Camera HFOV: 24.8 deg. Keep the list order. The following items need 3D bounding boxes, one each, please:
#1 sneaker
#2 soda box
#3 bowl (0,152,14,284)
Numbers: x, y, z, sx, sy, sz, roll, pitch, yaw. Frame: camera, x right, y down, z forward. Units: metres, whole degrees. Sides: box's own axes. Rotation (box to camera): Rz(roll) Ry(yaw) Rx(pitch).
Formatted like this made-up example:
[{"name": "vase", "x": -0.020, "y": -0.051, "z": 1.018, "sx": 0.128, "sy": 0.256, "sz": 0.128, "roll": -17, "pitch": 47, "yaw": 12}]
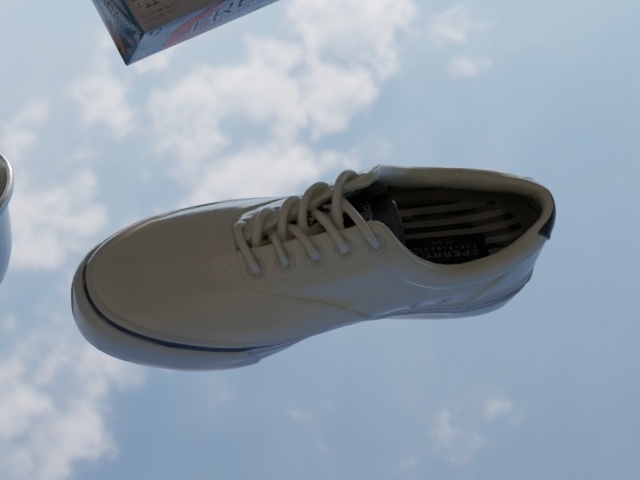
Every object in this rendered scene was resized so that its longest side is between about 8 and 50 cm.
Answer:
[{"name": "sneaker", "x": 0.000, "y": 0.000, "z": 0.752, "sx": 0.258, "sy": 0.091, "sz": 0.094, "roll": -10, "pitch": -119, "yaw": -20}, {"name": "soda box", "x": -0.048, "y": -0.173, "z": 0.876, "sx": 0.183, "sy": 0.058, "sz": 0.063, "roll": -27, "pitch": -94, "yaw": -21}, {"name": "bowl", "x": -0.397, "y": 0.036, "z": 1.297, "sx": 0.297, "sy": 0.134, "sz": 0.298, "roll": -11, "pitch": -150, "yaw": 6}]
